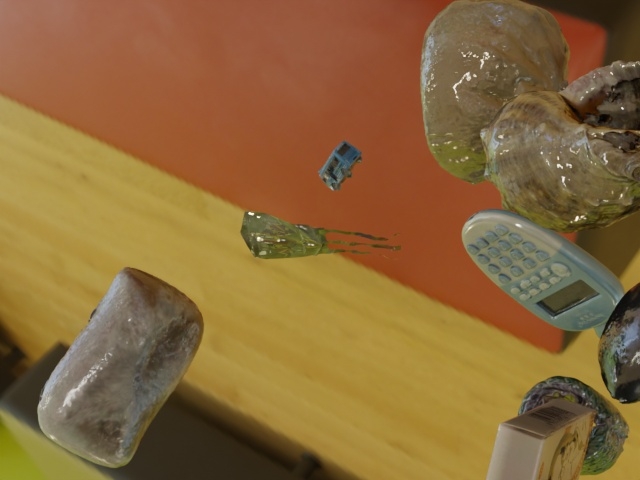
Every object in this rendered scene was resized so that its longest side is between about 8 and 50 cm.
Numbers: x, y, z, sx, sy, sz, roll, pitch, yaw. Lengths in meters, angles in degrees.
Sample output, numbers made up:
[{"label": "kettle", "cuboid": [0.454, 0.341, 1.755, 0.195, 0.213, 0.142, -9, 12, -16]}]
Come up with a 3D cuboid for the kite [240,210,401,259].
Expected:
[{"label": "kite", "cuboid": [0.000, 0.001, 1.729, 0.245, 0.015, 0.141, 4, 153, 7]}]

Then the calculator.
[{"label": "calculator", "cuboid": [0.341, 0.056, 1.704, 0.303, 0.042, 0.188, 35, 152, -7]}]

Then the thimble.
[{"label": "thimble", "cuboid": [0.342, 0.253, 1.575, 0.135, 0.118, 0.090, 30, 178, 41]}]

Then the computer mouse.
[{"label": "computer mouse", "cuboid": [0.463, 0.085, 1.435, 0.295, 0.168, 0.087, -41, 117, 18]}]

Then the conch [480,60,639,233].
[{"label": "conch", "cuboid": [0.313, -0.091, 1.300, 0.291, 0.210, 0.158, 24, 136, 49]}]

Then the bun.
[{"label": "bun", "cuboid": [0.272, -0.242, 1.726, 0.205, 0.281, 0.281, -3, 129, 23]}]

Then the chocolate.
[{"label": "chocolate", "cuboid": [-0.301, 0.206, 1.801, 0.185, 0.303, 0.100, 35, 174, -29]}]

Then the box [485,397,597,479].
[{"label": "box", "cuboid": [0.242, 0.381, 1.418, 0.069, 0.214, 0.353, 15, 98, 28]}]

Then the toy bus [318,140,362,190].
[{"label": "toy bus", "cuboid": [0.029, -0.113, 1.762, 0.046, 0.038, 0.083, 39, 149, 3]}]
